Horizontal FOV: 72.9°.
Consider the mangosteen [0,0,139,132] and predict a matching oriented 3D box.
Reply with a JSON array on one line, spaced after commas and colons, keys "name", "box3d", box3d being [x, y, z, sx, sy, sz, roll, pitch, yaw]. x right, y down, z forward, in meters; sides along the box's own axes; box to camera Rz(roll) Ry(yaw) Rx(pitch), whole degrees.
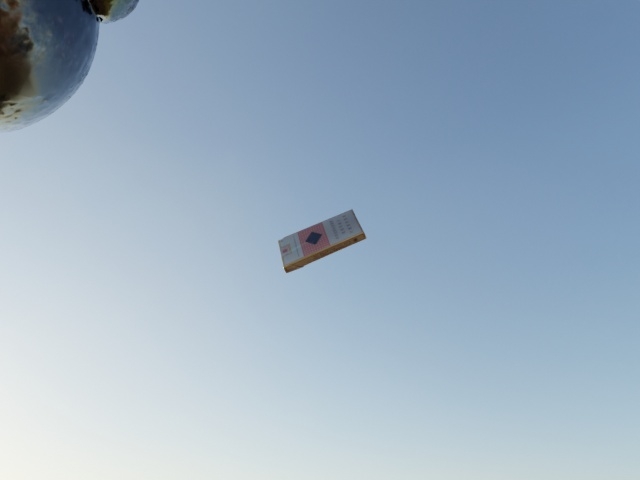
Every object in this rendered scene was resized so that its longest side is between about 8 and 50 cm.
[{"name": "mangosteen", "box3d": [-0.270, -0.216, 0.287, 0.287, 0.233, 0.288, 5, -60, 9]}]

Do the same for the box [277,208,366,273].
[{"name": "box", "box3d": [0.000, 0.000, 0.424, 0.083, 0.046, 0.012, -24, -53, 3]}]
